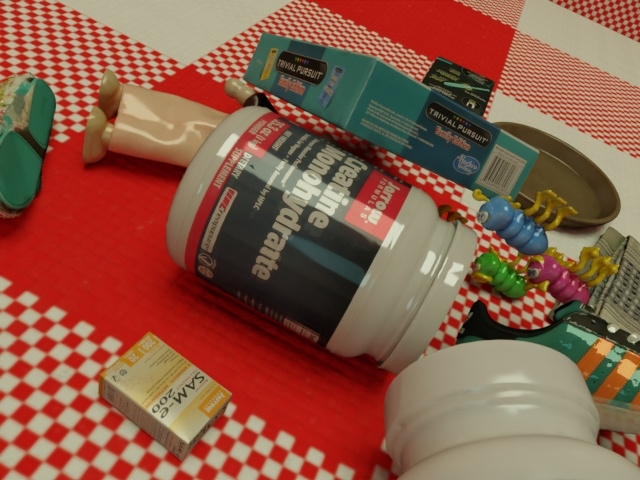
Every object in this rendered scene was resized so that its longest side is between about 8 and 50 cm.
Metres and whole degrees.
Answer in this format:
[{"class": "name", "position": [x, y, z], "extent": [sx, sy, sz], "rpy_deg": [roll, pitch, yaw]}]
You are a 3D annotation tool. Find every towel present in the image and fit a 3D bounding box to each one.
[{"class": "towel", "position": [0.507, 0.123, 0.795], "extent": [0.324, 0.056, 0.312], "rpy_deg": [39, 43, 18]}]

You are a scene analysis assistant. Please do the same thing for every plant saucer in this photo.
[{"class": "plant saucer", "position": [0.401, -0.117, 1.009], "extent": [0.278, 0.041, 0.278], "rpy_deg": [14, 42, -13]}]

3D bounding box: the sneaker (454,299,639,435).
[{"class": "sneaker", "position": [0.284, 0.120, 0.549], "extent": [0.302, 0.108, 0.121], "rpy_deg": [3, 81, 20]}]

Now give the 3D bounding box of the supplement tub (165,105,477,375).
[{"class": "supplement tub", "position": [0.000, 0.000, 0.584], "extent": [0.272, 0.191, 0.191], "rpy_deg": [28, 41, 5]}]

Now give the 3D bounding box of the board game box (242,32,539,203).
[{"class": "board game box", "position": [0.072, -0.169, 0.733], "extent": [0.254, 0.079, 0.336], "rpy_deg": [19, 13, -32]}]

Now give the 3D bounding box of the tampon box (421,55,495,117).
[{"class": "tampon box", "position": [0.226, -0.237, 1.006], "extent": [0.120, 0.101, 0.161], "rpy_deg": [27, 42, 5]}]

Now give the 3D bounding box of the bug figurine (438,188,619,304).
[{"class": "bug figurine", "position": [0.211, 0.012, 0.682], "extent": [0.216, 0.279, 0.072], "rpy_deg": [32, 79, -14]}]

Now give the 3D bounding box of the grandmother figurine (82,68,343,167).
[{"class": "grandmother figurine", "position": [-0.116, -0.128, 0.745], "extent": [0.342, 0.104, 0.208], "rpy_deg": [14, 69, -15]}]

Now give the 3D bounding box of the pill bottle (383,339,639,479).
[{"class": "pill bottle", "position": [0.143, 0.262, 0.362], "extent": [0.210, 0.210, 0.363], "rpy_deg": [13, 42, -12]}]

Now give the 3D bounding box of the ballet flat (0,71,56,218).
[{"class": "ballet flat", "position": [-0.354, -0.102, 0.629], "extent": [0.077, 0.091, 0.241], "rpy_deg": [-15, 43, 2]}]

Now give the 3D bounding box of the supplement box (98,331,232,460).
[{"class": "supplement box", "position": [-0.137, 0.135, 0.496], "extent": [0.098, 0.036, 0.062], "rpy_deg": [33, 42, 10]}]
